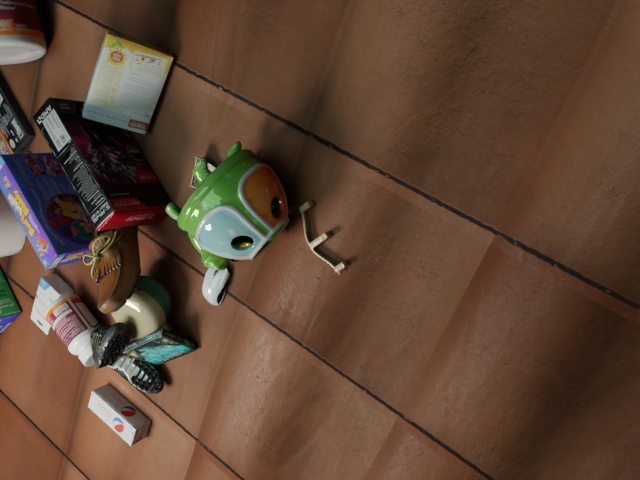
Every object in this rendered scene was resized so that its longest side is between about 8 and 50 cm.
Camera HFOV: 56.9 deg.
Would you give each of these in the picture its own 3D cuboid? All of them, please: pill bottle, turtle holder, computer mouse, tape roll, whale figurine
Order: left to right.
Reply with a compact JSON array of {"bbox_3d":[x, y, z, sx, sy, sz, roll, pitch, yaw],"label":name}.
[{"bbox_3d":[-1.166,-0.053,2.040,0.246,0.169,0.246,7,104,31],"label":"tape roll"},{"bbox_3d":[-0.965,-0.742,1.743,0.224,0.224,0.392,-7,96,33],"label":"pill bottle"},{"bbox_3d":[-0.772,0.288,1.894,0.221,0.121,0.121,47,120,15],"label":"pill bottle"},{"bbox_3d":[-0.522,0.211,1.735,0.216,0.141,0.272,24,136,7],"label":"whale figurine"},{"bbox_3d":[-0.279,0.097,1.597,0.106,0.042,0.193,29,114,23],"label":"computer mouse"},{"bbox_3d":[-0.221,-0.054,1.413,0.227,0.243,0.320,43,102,1],"label":"turtle holder"}]

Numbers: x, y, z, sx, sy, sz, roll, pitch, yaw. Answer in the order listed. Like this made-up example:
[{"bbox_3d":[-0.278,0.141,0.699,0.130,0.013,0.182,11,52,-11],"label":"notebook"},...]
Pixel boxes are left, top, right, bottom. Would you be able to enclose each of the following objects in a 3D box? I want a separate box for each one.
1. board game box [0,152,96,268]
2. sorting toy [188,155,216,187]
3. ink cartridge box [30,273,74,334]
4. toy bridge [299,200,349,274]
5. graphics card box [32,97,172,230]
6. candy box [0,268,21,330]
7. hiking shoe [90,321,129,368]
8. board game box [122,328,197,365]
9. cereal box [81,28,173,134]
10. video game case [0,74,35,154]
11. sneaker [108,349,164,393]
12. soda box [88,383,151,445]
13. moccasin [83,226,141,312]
[{"bbox_3d":[-0.775,-0.101,1.750,0.078,0.233,0.347,-39,78,31],"label":"board game box"},{"bbox_3d":[-0.299,-0.173,1.558,0.075,0.045,0.083,24,111,18],"label":"sorting toy"},{"bbox_3d":[-0.909,0.216,1.999,0.104,0.060,0.180,37,116,20],"label":"ink cartridge box"},{"bbox_3d":[0.000,0.000,1.415,0.063,0.026,0.188,-35,81,34],"label":"toy bridge"},{"bbox_3d":[-0.585,-0.210,1.610,0.094,0.233,0.371,-38,79,26],"label":"graphics card box"},{"bbox_3d":[-1.276,0.200,2.187,0.268,0.122,0.317,-36,82,31],"label":"candy box"},{"bbox_3d":[-0.620,0.279,1.692,0.114,0.086,0.227,56,134,16],"label":"hiking shoe"},{"bbox_3d":[-0.466,0.312,1.715,0.186,0.126,0.026,-26,48,33],"label":"board game box"},{"bbox_3d":[-0.513,-0.413,1.566,0.240,0.173,0.047,-59,37,25],"label":"cereal box"},{"bbox_3d":[-1.094,-0.389,2.007,0.248,0.035,0.274,-38,80,31],"label":"video game case"},{"bbox_3d":[-0.572,0.392,1.819,0.234,0.106,0.078,29,79,9],"label":"sneaker"},{"bbox_3d":[-0.648,0.559,1.903,0.216,0.069,0.073,31,114,23],"label":"soda box"},{"bbox_3d":[-0.568,0.022,1.601,0.139,0.147,0.380,-28,51,31],"label":"moccasin"}]
